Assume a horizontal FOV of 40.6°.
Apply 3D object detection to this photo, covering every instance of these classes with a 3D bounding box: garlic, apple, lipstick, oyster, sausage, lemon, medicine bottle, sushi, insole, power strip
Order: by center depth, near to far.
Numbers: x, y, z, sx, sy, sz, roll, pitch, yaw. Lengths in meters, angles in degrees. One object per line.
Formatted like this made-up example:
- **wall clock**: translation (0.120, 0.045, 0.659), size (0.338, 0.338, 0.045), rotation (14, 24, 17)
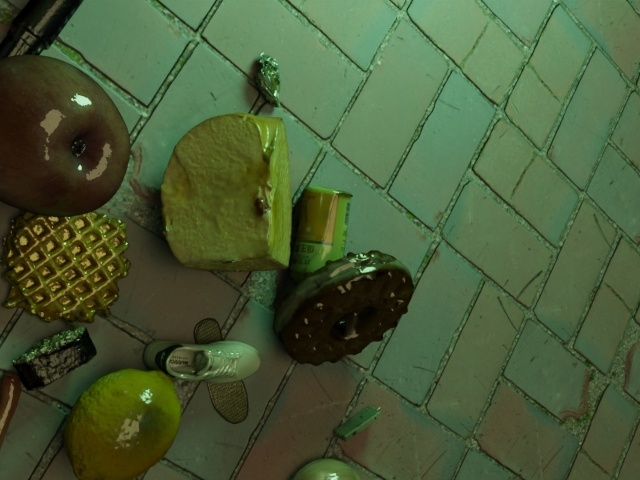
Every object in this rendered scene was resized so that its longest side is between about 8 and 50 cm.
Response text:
- **apple**: translation (-0.489, -0.180, 1.546), size (0.306, 0.235, 0.305), rotation (-23, 123, -41)
- **lipstick**: translation (-0.549, -0.376, 1.618), size (0.081, 0.081, 0.299), rotation (40, 76, -27)
- **sausage**: translation (-0.604, 0.339, 1.627), size (0.043, 0.043, 0.186), rotation (23, 80, -31)
- **sushi**: translation (-0.507, 0.223, 1.658), size (0.150, 0.090, 0.078), rotation (-27, 102, -27)
- **lemon**: translation (-0.379, 0.355, 1.674), size (0.260, 0.204, 0.204), rotation (-47, 115, -31)
- **apple**: translation (-0.163, -0.096, 1.779), size (0.314, 0.252, 0.308), rotation (4, 78, -35)
- **insole**: translation (-0.218, 0.290, 1.894), size (0.086, 0.005, 0.253), rotation (-26, 105, -30)
- **oyster**: translation (-0.115, -0.361, 1.931), size (0.098, 0.037, 0.100), rotation (40, 48, -46)
- **medicine bottle**: translation (0.000, 0.000, 1.960), size (0.124, 0.124, 0.238), rotation (11, 86, -33)
- **garlic**: translation (0.015, 0.561, 2.002), size (0.207, 0.128, 0.115), rotation (12, 61, -25)
- **power strip**: translation (0.094, 0.436, 2.074), size (0.136, 0.051, 0.019), rotation (-28, 110, -30)

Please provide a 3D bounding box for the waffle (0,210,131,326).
- **waffle**: translation (-0.493, 0.042, 1.685), size (0.254, 0.052, 0.245), rotation (15, 85, -33)

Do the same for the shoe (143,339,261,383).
- **shoe**: translation (-0.232, 0.260, 1.819), size (0.265, 0.110, 0.095), rotation (7, 89, -28)

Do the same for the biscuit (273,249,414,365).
- **biscuit**: translation (0.052, 0.152, 1.912), size (0.332, 0.332, 0.103), rotation (-6, 50, -33)
